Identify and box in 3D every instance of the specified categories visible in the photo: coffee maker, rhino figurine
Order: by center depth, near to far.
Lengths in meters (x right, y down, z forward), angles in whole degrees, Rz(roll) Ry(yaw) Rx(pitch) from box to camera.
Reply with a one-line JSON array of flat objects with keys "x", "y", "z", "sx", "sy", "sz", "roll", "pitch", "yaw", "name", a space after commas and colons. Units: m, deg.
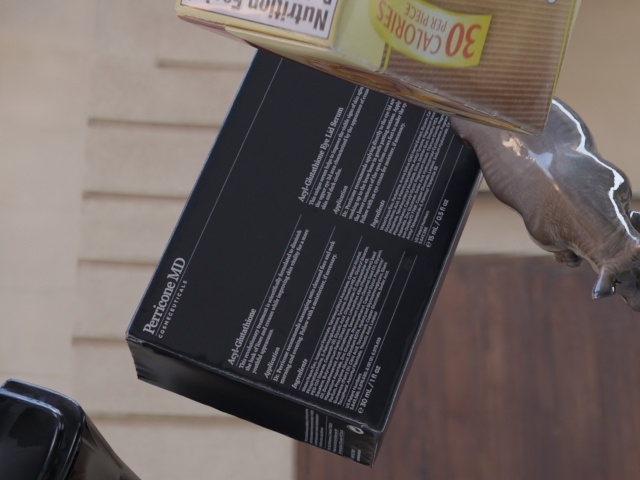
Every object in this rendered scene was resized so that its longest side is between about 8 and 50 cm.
[{"x": 0.157, "y": -0.024, "z": 0.969, "sx": 0.073, "sy": 0.243, "sz": 0.106, "roll": -38, "pitch": -38, "yaw": 7, "name": "rhino figurine"}, {"x": -0.176, "y": 0.175, "z": 1.085, "sx": 0.171, "sy": 0.120, "sz": 0.178, "roll": -8, "pitch": -29, "yaw": 9, "name": "coffee maker"}]

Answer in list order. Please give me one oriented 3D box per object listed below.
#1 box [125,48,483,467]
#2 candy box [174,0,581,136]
[{"x": 0.000, "y": 0.000, "z": 1.105, "sx": 0.184, "sy": 0.261, "sz": 0.103, "roll": 21, "pitch": -22, "yaw": 5, "name": "box"}, {"x": 0.065, "y": -0.217, "z": 0.659, "sx": 0.087, "sy": 0.317, "sz": 0.183, "roll": 17, "pitch": 3, "yaw": 35, "name": "candy box"}]
